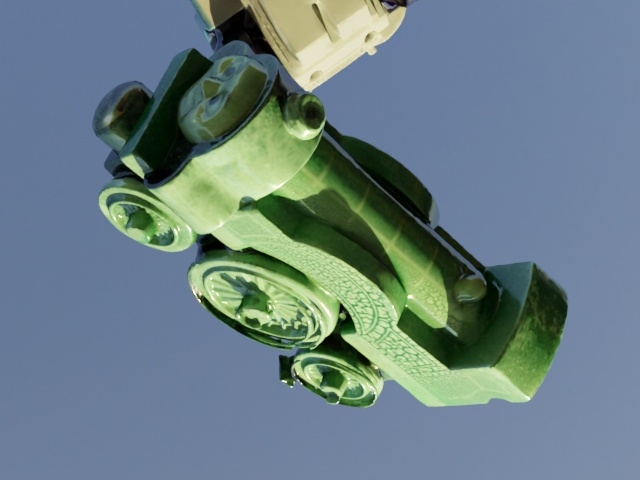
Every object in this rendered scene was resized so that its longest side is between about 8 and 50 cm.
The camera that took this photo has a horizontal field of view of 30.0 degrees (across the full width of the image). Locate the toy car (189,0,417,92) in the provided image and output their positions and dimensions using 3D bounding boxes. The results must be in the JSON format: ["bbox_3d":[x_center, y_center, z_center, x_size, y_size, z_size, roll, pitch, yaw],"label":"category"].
[{"bbox_3d":[-0.057,-0.267,1.000,0.198,0.166,0.314,-37,-62,-4],"label":"toy car"}]

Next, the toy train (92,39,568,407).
[{"bbox_3d":[0.000,0.000,0.436,0.178,0.104,0.071,41,-121,-28],"label":"toy train"}]
